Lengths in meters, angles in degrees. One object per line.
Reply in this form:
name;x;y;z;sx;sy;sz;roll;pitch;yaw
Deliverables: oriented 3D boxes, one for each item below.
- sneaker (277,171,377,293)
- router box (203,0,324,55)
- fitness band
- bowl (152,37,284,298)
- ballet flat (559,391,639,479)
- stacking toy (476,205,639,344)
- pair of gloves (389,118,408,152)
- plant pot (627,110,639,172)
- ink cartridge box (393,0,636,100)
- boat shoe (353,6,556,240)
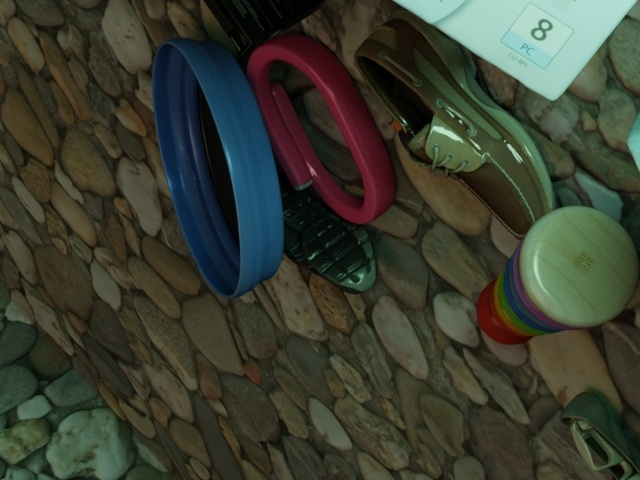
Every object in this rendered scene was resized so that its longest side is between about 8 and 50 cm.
sneaker;0.000;0.000;2.430;0.267;0.101;0.106;45;162;38
router box;-0.097;-0.348;2.132;0.179;0.133;0.046;56;153;1
fitness band;-0.001;-0.151;2.286;0.209;0.054;0.291;-1;121;58
bowl;-0.151;-0.111;2.425;0.391;0.077;0.391;165;90;-73
ballet flat;0.388;0.294;2.133;0.213;0.068;0.072;51;153;8
stacking toy;0.262;0.060;1.996;0.141;0.141;0.330;54;164;3
pair of gloves;0.123;-0.138;2.144;0.074;0.010;0.083;52;154;7
plant pot;0.445;-0.065;1.425;0.252;0.248;0.247;-26;100;24
ink cartridge box;0.188;-0.350;1.442;0.308;0.091;0.385;32;126;-5
boat shoe;0.155;-0.126;1.987;0.324;0.116;0.123;53;153;6
